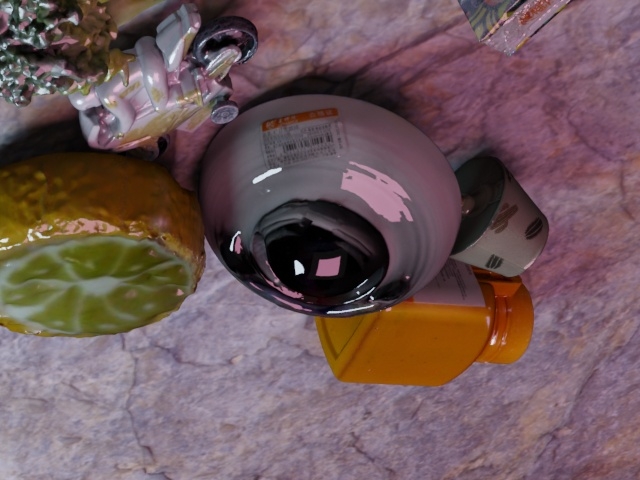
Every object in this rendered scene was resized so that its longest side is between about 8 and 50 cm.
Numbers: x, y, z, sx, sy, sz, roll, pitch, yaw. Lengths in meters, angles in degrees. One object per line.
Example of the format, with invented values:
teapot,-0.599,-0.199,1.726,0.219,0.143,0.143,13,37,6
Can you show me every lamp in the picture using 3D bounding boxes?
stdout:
lamp,0.140,-0.045,1.946,0.214,0.121,0.121,30,122,-28

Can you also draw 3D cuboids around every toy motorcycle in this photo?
toy motorcycle,-0.161,-0.143,1.732,0.151,0.074,0.228,7,144,-37

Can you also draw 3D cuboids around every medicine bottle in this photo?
medicine bottle,0.123,0.085,2.095,0.222,0.112,0.149,5,136,-28

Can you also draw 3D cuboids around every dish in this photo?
dish,0.000,0.000,1.847,0.273,0.134,0.273,6,134,6

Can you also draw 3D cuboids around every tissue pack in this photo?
tissue pack,0.169,-0.257,1.672,0.060,0.148,0.108,17,130,-43

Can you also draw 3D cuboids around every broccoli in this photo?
broccoli,-0.200,-0.245,1.514,0.243,0.263,0.247,-10,175,-31

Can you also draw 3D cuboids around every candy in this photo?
candy,-0.239,0.005,1.823,0.260,0.118,0.260,-8,151,-4
